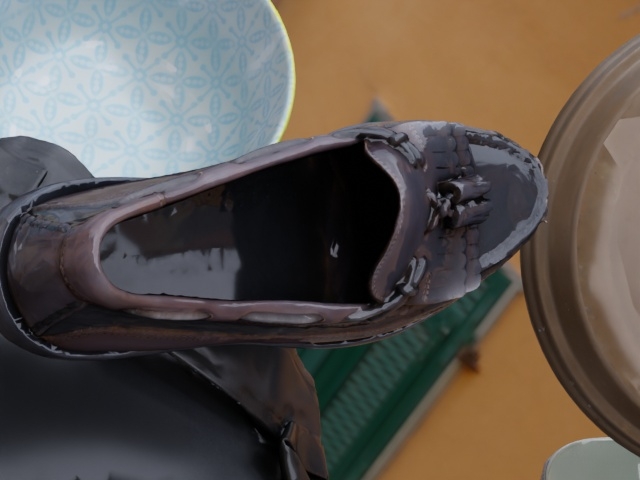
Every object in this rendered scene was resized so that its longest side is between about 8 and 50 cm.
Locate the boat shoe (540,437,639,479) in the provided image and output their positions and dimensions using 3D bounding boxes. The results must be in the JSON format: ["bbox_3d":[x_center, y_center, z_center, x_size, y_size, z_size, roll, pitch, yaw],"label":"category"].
[{"bbox_3d":[0.272,0.175,1.086,0.227,0.079,0.081,0,-13,0],"label":"boat shoe"}]

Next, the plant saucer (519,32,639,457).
[{"bbox_3d":[0.251,0.003,0.826,0.278,0.278,0.041,32,1,-5],"label":"plant saucer"}]

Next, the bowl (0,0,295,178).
[{"bbox_3d":[-0.173,-0.101,1.197,0.289,0.156,0.290,5,62,-9],"label":"bowl"}]

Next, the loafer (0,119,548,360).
[{"bbox_3d":[0.000,0.000,0.686,0.302,0.095,0.109,-10,90,-32],"label":"loafer"}]

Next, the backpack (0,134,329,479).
[{"bbox_3d":[-0.127,0.127,0.745,0.263,0.213,0.277,20,50,-25],"label":"backpack"}]
